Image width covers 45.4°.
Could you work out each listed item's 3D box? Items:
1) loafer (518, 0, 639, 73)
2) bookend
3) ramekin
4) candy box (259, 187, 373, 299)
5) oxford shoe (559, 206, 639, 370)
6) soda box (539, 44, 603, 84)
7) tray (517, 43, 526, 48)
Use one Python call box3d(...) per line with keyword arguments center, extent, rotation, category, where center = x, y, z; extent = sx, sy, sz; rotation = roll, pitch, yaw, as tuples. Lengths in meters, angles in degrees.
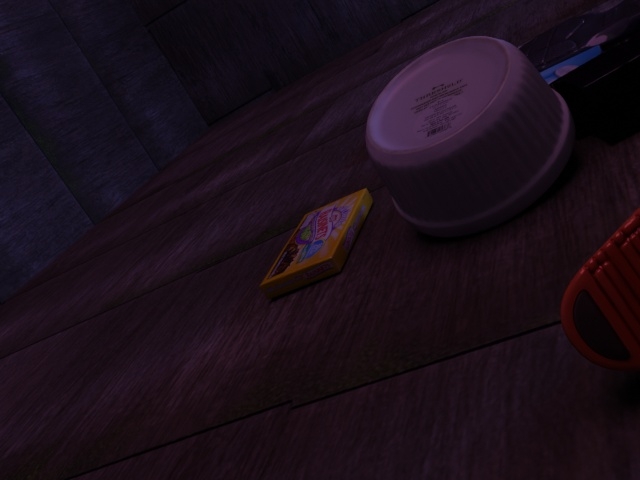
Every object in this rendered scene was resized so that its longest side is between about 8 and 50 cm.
box3d(center=(0.350, -0.229, 0.937), extent=(0.303, 0.095, 0.109), rotation=(-19, 30, 48), category="loafer")
box3d(center=(0.331, -0.153, 0.751), extent=(0.156, 0.072, 0.157), rotation=(-30, 17, 10), category="bookend")
box3d(center=(0.145, -0.116, 0.795), extent=(0.207, 0.109, 0.207), rotation=(-26, 38, 22), category="ramekin")
box3d(center=(0.000, 0.000, 0.979), extent=(0.105, 0.027, 0.206), rotation=(-20, 19, 24), category="candy box")
box3d(center=(0.254, -0.006, 0.464), extent=(0.271, 0.096, 0.098), rotation=(-29, -4, -8), category="oxford shoe")
box3d(center=(0.242, -0.147, 0.903), extent=(0.210, 0.067, 0.071), rotation=(-24, 17, 26), category="soda box")
box3d(center=(0.226, -0.244, 1.287), extent=(0.271, 0.030, 0.145), rotation=(-22, 20, 31), category="tray")
